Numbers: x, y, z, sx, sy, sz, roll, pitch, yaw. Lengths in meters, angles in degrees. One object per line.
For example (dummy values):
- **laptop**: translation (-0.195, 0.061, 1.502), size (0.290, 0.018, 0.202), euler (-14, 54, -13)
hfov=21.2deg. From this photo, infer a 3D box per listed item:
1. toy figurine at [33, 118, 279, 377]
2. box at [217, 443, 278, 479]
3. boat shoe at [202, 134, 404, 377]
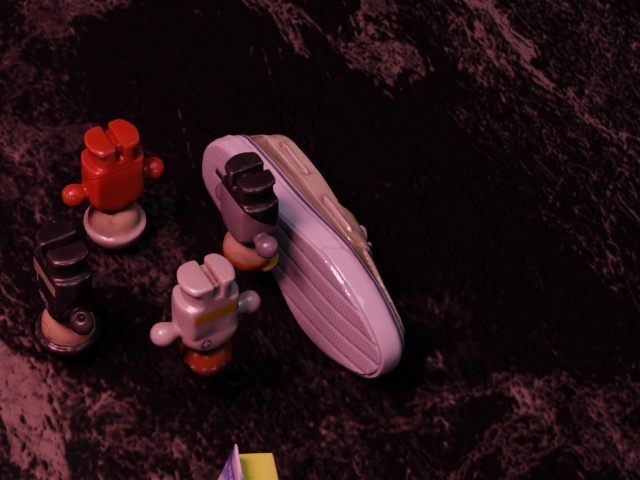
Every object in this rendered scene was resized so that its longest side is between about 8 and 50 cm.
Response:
- **toy figurine**: translation (-0.147, 0.016, 1.560), size (0.209, 0.148, 0.213), euler (12, 49, 5)
- **box**: translation (-0.065, 0.253, 1.411), size (0.042, 0.178, 0.109), euler (-1, 56, -20)
- **boat shoe**: translation (0.000, 0.000, 1.667), size (0.094, 0.109, 0.302), euler (-21, 62, -32)
